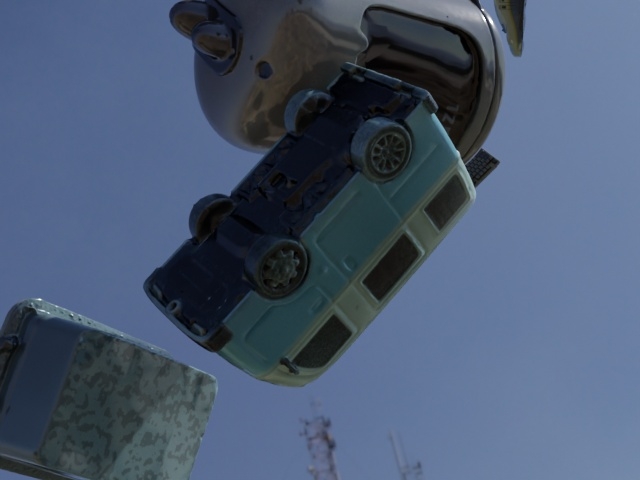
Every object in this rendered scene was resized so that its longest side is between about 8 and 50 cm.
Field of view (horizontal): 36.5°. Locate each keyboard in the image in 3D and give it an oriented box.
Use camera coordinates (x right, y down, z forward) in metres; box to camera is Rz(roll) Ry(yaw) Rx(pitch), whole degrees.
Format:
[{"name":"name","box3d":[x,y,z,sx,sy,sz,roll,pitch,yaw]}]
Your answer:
[{"name":"keyboard","box3d":[0.205,-0.084,1.439,0.129,0.049,0.015,-44,-33,-2]}]

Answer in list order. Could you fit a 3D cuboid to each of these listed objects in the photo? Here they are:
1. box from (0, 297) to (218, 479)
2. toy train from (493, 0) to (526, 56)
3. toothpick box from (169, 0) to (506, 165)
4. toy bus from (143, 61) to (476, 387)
[{"name":"box","box3d":[-0.217,0.164,0.952,0.130,0.162,0.227,5,-19,40]},{"name":"toy train","box3d":[0.264,-0.353,1.355,0.051,0.052,0.234,3,-41,10]},{"name":"toothpick box","box3d":[0.005,-0.184,0.992,0.316,0.229,0.229,5,-38,-35]},{"name":"toy bus","box3d":[0.000,0.000,0.838,0.271,0.133,0.165,-48,-51,-8]}]
